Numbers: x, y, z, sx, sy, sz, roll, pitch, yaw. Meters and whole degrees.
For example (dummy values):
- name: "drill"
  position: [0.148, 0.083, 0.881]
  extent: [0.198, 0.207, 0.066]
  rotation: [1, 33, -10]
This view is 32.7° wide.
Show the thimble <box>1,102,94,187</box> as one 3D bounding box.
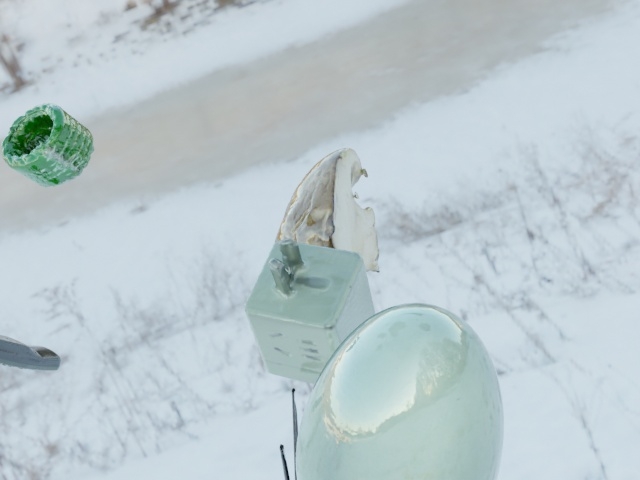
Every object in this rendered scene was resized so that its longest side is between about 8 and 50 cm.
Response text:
- name: "thimble"
  position: [-0.412, -0.143, 1.656]
  extent: [0.130, 0.090, 0.118]
  rotation: [28, 82, 45]

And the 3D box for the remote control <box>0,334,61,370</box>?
- name: "remote control"
  position: [-0.499, 0.181, 1.765]
  extent: [0.072, 0.222, 0.042]
  rotation: [21, 86, 23]

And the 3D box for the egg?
- name: "egg"
  position: [0.090, 0.223, 1.221]
  extent: [0.230, 0.371, 0.230]
  rotation: [6, 38, -5]

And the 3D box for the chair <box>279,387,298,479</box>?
- name: "chair"
  position: [0.037, 0.344, 1.560]
  extent: [0.159, 0.246, 0.172]
  rotation: [-2, 25, 5]

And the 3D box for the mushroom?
- name: "mushroom"
  position: [0.000, 0.000, 1.741]
  extent: [0.151, 0.285, 0.156]
  rotation: [-4, -1, 31]

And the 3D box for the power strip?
- name: "power strip"
  position: [-0.015, 0.087, 1.531]
  extent: [0.140, 0.224, 0.139]
  rotation: [12, 54, 20]
